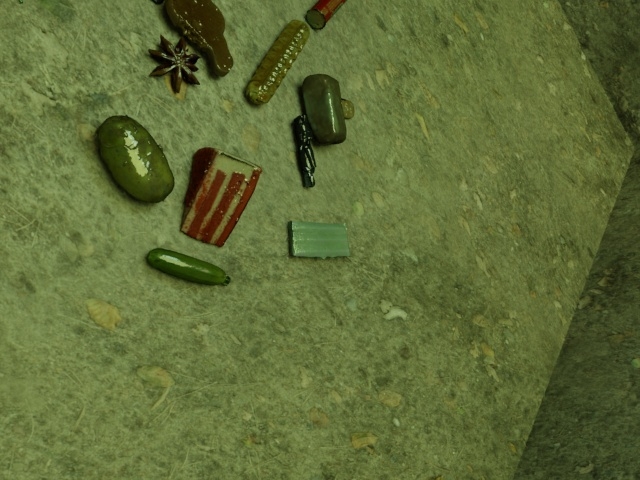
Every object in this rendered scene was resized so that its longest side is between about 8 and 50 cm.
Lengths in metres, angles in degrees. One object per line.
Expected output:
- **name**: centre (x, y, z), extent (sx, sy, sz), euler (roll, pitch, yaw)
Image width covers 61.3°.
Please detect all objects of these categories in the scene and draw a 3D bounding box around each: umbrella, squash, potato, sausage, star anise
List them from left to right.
- **potato**: centre (-0.471, -0.202, 1.380), extent (0.149, 0.113, 0.251), euler (-50, 121, -40)
- **star anise**: centre (-0.404, -0.496, 1.511), extent (0.168, 0.057, 0.167), euler (8, 76, -37)
- **squash**: centre (-0.345, 0.077, 1.455), extent (0.252, 0.066, 0.066), euler (21, 70, -33)
- **umbrella**: centre (-0.047, -0.288, 1.753), extent (0.066, 0.059, 0.235), euler (-20, 101, -80)
- **sausage**: centre (0.044, -0.845, 1.901), extent (0.083, 0.083, 0.264), euler (47, 57, -22)

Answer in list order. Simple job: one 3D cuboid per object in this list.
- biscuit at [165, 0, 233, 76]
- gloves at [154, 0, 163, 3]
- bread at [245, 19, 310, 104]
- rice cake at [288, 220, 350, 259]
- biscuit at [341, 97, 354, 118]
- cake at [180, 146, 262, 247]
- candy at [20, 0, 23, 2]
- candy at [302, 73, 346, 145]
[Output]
- **biscuit**: centre (-0.348, -0.630, 1.570), extent (0.183, 0.047, 0.319), euler (-42, 105, -44)
- **gloves**: centre (-0.468, -0.712, 1.517), extent (0.086, 0.026, 0.064), euler (50, 55, -15)
- **bread**: centre (-0.132, -0.572, 1.720), extent (0.084, 0.077, 0.367), euler (40, 62, -27)
- **rice cake**: centre (0.000, 0.000, 1.749), extent (0.237, 0.043, 0.127), euler (0, 84, -37)
- **biscuit**: centre (0.064, -0.467, 1.891), extent (0.147, 0.018, 0.071), euler (2, 84, -39)
- **cake**: centre (-0.305, -0.138, 1.534), extent (0.158, 0.159, 0.262), euler (22, 105, -34)
- **candy**: centre (-0.751, -0.658, 1.282), extent (0.055, 0.049, 0.184), euler (-81, 151, -74)
- **candy**: centre (0.015, -0.432, 1.785), extent (0.104, 0.102, 0.233), euler (-11, 93, -58)
